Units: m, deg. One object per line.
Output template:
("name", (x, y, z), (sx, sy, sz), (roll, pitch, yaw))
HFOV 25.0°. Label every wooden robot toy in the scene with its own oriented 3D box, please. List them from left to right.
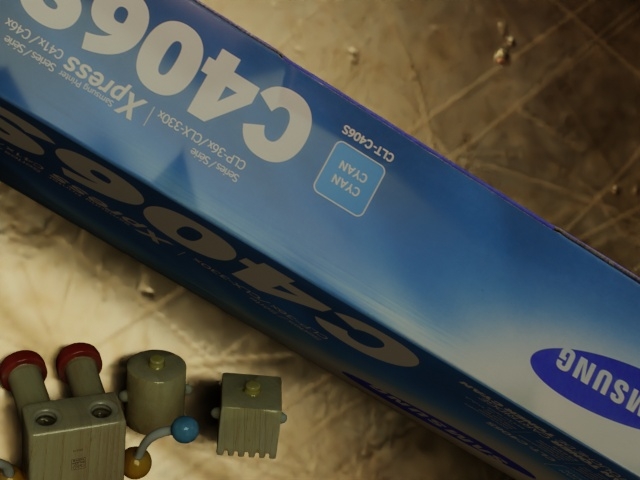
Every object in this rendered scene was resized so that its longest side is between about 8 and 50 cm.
("wooden robot toy", (-0.104, 0.097, 0.648), (0.173, 0.076, 0.079), (-5, 121, -18))

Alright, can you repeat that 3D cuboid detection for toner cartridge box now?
("toner cartridge box", (0.000, 0.000, 0.627), (0.348, 0.165, 0.075), (31, 77, -12))
